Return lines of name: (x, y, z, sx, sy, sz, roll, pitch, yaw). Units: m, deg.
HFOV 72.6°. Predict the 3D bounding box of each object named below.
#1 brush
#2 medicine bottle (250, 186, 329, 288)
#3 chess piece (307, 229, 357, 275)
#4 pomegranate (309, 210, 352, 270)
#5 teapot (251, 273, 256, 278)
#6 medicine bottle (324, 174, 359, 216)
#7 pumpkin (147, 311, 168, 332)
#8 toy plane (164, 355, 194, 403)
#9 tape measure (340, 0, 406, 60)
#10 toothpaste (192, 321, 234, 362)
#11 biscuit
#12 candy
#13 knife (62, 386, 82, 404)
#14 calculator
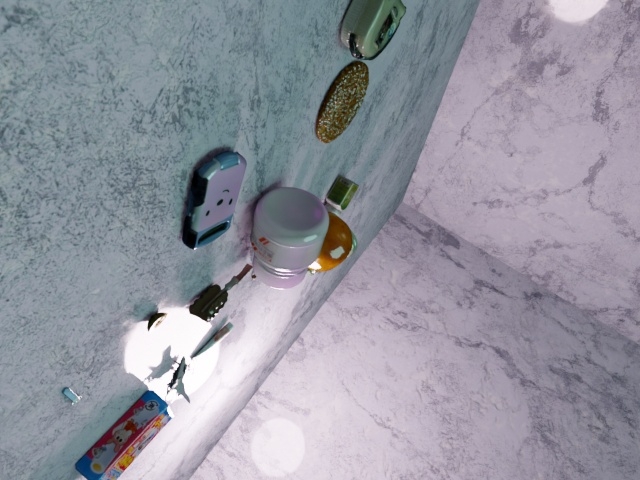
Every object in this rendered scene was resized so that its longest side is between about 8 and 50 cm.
brush: (-0.325, 0.167, 1.489, 0.301, 0.084, 0.071, -49, 164, -49)
medicine bottle: (-0.114, 0.000, 1.465, 0.241, 0.241, 0.302, -44, 161, -40)
chess piece: (0.029, 0.054, 2.232, 0.299, 0.194, 0.195, -34, 156, -35)
pomegranate: (0.000, 0.000, 1.867, 0.264, 0.264, 0.264, -51, 165, -19)
teapot: (-0.237, 0.110, 1.717, 0.110, 0.085, 0.080, -32, -154, 33)
medicine bottle: (0.088, -0.199, 2.019, 0.188, 0.088, 0.132, -59, 166, 10)
pumpkin: (-0.466, 0.226, 1.230, 0.050, 0.028, 0.083, -59, 175, 15)
toy plane: (-0.514, 0.497, 1.584, 0.160, 0.082, 0.234, -43, 143, -55)
tape measure: (0.161, -0.624, 1.271, 0.207, 0.115, 0.235, -64, 165, 19)
toothpaste: (-0.432, 0.411, 1.750, 0.205, 0.036, 0.056, -44, 161, -29)
biscuit: (0.083, -0.469, 1.503, 0.305, 0.038, 0.305, -51, 165, -19)
candy: (-0.648, 0.671, 1.470, 0.306, 0.100, 0.157, -46, 163, -33)
knife: (-0.627, 0.389, 1.095, 0.027, 0.010, 0.096, -46, 161, -32)
calculator: (-0.273, -0.098, 1.113, 0.173, 0.051, 0.293, -40, 159, -51)
